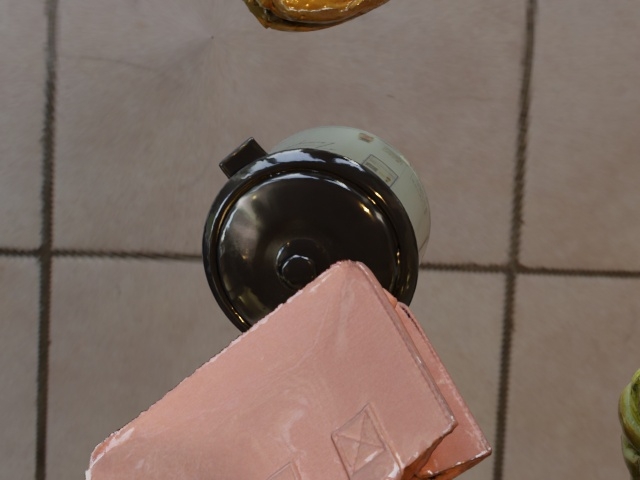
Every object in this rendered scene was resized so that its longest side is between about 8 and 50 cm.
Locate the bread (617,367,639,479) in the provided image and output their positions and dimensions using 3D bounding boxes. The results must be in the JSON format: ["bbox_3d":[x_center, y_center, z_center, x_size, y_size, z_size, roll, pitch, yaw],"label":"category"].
[{"bbox_3d":[0.528,0.311,1.846,0.160,0.333,0.333,-20,100,-28],"label":"bread"}]

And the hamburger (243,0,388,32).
[{"bbox_3d":[-0.005,-0.310,1.336,0.213,0.108,0.214,2,83,-14],"label":"hamburger"}]

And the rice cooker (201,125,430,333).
[{"bbox_3d":[0.000,0.000,1.540,0.241,0.227,0.280,-36,97,20],"label":"rice cooker"}]

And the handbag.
[{"bbox_3d":[-0.024,0.125,0.764,0.212,0.157,0.059,-38,133,8],"label":"handbag"}]
